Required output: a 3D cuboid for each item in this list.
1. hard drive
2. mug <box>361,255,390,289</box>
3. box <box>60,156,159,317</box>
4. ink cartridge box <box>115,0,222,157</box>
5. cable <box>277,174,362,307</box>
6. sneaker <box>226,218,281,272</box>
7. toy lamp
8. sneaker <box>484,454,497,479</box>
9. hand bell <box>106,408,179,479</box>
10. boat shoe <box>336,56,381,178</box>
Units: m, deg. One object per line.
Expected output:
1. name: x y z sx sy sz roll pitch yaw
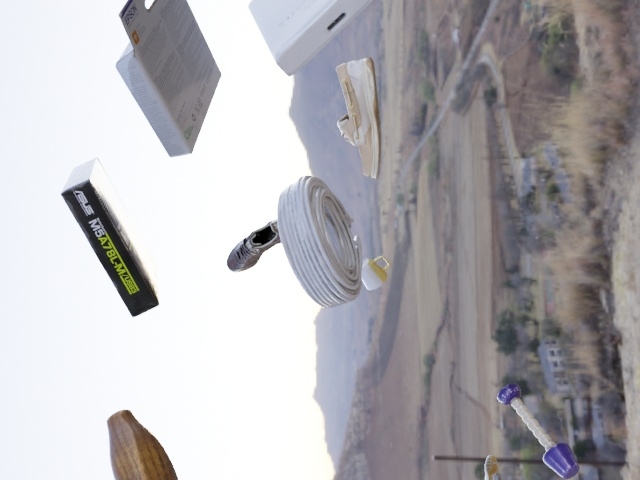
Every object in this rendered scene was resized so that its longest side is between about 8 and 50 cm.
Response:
1. hard drive: -0.015 -0.443 1.181 0.047 0.233 0.353 40 -164 -33
2. mug: 0.127 0.074 1.643 0.064 0.062 0.078 50 -118 -23
3. box: -0.279 -0.011 0.893 0.191 0.045 0.184 -135 22 -69
4. ink cartridge box: -0.225 -0.274 0.963 0.223 0.045 0.224 -82 -22 -45
5. cable: 0.000 0.000 1.264 0.257 0.089 0.257 -92 -24 -48
6. sneaker: -0.147 0.007 1.425 0.071 0.188 0.066 5 -127 -61
7. toy lamp: 0.567 0.493 1.719 0.274 0.080 0.080 -122 22 -47
8. sneaker: 0.395 0.547 1.546 0.037 0.032 0.083 104 172 -66
9. hand bell: -0.085 0.210 0.420 0.242 0.126 0.126 50 160 31
10. boat shoe: 0.052 -0.167 0.919 0.063 0.059 0.170 -77 -18 -65
